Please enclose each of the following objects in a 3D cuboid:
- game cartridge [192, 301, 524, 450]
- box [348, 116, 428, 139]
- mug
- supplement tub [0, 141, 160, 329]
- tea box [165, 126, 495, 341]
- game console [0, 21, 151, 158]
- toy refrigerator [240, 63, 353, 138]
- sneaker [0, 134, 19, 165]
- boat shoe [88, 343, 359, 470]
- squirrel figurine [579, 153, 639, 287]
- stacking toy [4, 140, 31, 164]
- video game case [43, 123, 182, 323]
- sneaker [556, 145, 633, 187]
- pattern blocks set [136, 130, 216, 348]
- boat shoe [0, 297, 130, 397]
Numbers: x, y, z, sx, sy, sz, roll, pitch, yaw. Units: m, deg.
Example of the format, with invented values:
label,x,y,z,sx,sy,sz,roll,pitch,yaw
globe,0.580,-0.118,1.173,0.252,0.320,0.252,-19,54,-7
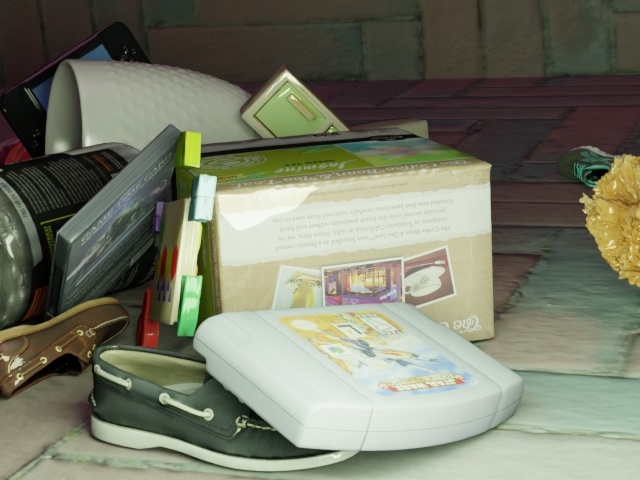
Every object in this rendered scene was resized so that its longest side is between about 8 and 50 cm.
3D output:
label,x,y,z,sx,sy,sz,roll,pitch,yaw
game cartridge,0.050,0.127,1.358,0.297,0.062,0.198,-1,21,-43
box,0.060,-0.148,2.545,0.275,0.113,0.094,-10,14,-29
mug,-0.266,-0.174,2.310,0.328,0.276,0.374,0,36,-23
supplement tub,-0.375,-0.004,1.873,0.207,0.207,0.338,8,18,41
tea box,0.000,0.000,1.721,0.329,0.220,0.323,-7,15,-17
game console,-0.366,-0.228,2.495,0.293,0.250,0.173,-40,16,-28
toy refrigerator,0.007,-0.140,2.195,0.102,0.269,0.094,-45,12,7
sneaker,-0.559,-0.182,2.867,0.252,0.103,0.111,-11,17,-29
boat shoe,-0.100,0.157,1.378,0.302,0.091,0.114,2,15,22
squirrel figurine,0.488,0.004,1.626,0.370,0.281,0.397,-27,10,-34
stacking toy,-0.425,-0.099,2.593,0.308,0.130,0.279,-2,40,20
video game case,-0.249,-0.003,1.683,0.026,0.274,0.196,37,60,8
sneaker,0.465,-0.122,2.431,0.076,0.065,0.166,-21,20,-39
pattern blocks set,-0.158,0.022,1.565,0.026,0.286,0.325,8,5,-14
boat shoe,-0.296,0.127,1.628,0.207,0.073,0.073,-22,60,-44
